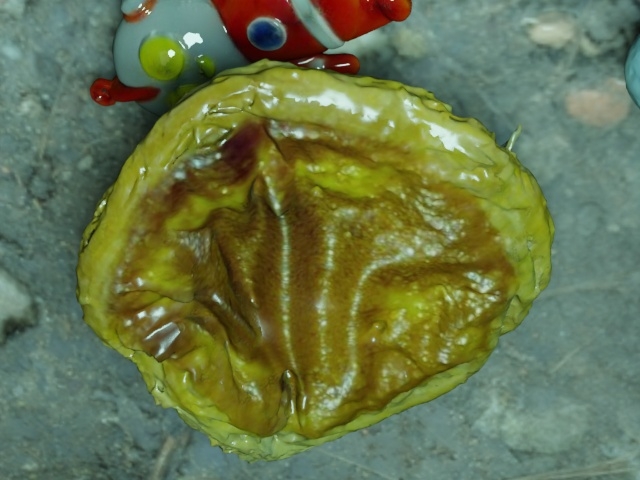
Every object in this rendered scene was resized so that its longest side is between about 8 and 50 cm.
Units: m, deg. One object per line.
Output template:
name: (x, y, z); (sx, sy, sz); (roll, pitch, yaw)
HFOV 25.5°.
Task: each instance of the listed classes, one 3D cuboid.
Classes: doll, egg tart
doll: (-0.061, -0.149, 1.004); (0.245, 0.076, 0.142); (-23, 123, 16)
egg tart: (0.000, 0.000, 1.011); (0.339, 0.153, 0.351); (-33, 130, 23)

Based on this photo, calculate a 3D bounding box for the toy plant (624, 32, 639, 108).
toy plant: (0.353, -0.103, 0.868); (0.332, 0.247, 0.247); (3, 121, 22)
